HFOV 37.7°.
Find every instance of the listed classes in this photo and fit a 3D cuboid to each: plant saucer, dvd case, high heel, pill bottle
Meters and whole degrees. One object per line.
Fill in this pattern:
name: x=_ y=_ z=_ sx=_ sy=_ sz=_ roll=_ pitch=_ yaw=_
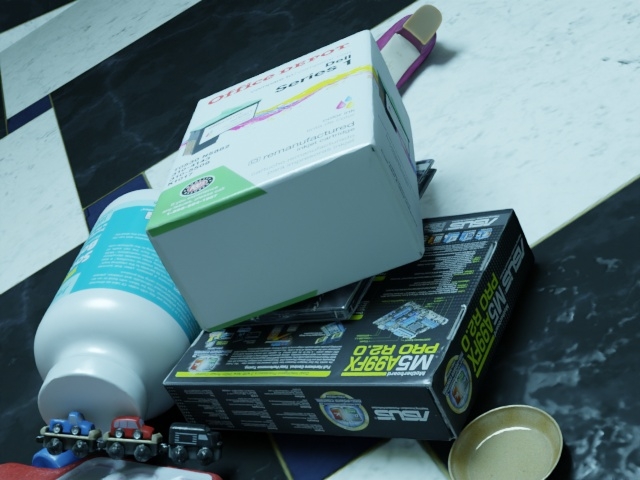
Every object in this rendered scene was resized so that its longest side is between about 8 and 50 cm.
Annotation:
plant saucer: x=0.131 y=0.152 z=0.659 sx=0.083 sy=0.015 sz=0.083 roll=-23 pitch=30 yaw=14
dvd case: x=0.000 y=0.000 z=0.872 sx=0.164 sy=0.018 sz=0.221 roll=-7 pitch=33 yaw=35
high heel: x=0.060 y=-0.205 z=1.216 sx=0.244 sy=0.082 sz=0.117 roll=-51 pitch=2 yaw=-8
pill bottle: x=-0.183 y=0.074 z=0.907 sx=0.146 sy=0.146 sz=0.264 roll=-19 pitch=29 yaw=19

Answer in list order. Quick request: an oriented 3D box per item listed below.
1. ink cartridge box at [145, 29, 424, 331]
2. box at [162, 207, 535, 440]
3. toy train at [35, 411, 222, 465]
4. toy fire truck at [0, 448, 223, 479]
ink cartridge box: x=-0.023 y=-0.066 z=0.857 sx=0.201 sy=0.117 sz=0.278 roll=-20 pitch=27 yaw=14
box: x=0.025 y=0.070 z=0.814 sx=0.270 sy=0.060 sz=0.216 roll=-7 pitch=34 yaw=35
toy train: x=-0.160 y=0.164 z=0.783 sx=0.158 sy=0.036 sz=0.027 roll=3 pitch=-5 yaw=5
toy fire truck: x=-0.252 y=0.245 z=0.744 sx=0.302 sy=0.170 sz=0.254 roll=-4 pitch=13 yaw=39
